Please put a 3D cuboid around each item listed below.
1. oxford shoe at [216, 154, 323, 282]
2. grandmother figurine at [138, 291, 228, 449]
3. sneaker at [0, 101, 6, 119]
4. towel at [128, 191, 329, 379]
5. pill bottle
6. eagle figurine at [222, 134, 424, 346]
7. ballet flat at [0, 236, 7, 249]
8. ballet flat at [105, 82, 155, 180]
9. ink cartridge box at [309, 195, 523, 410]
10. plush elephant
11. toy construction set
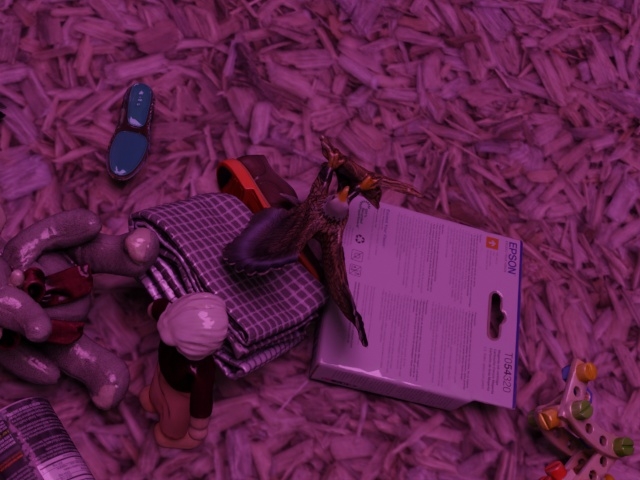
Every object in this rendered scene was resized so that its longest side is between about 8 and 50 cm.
[{"bbox_3d":[-0.061,-0.038,1.942,0.098,0.097,0.271,-23,69,-32],"label":"oxford shoe"},{"bbox_3d":[-0.188,0.168,1.640,0.104,0.342,0.208,-26,71,-26],"label":"grandmother figurine"},{"bbox_3d":[-0.589,-0.177,1.894,0.089,0.051,0.170,31,54,8],"label":"sneaker"},{"bbox_3d":[-0.142,0.055,1.787,0.284,0.121,0.235,46,27,13],"label":"towel"},{"bbox_3d":[-0.372,0.347,1.614,0.130,0.130,0.246,-26,71,-27],"label":"pill bottle"},{"bbox_3d":[-0.001,-0.006,1.770,0.226,0.225,0.298,9,60,23],"label":"eagle figurine"},{"bbox_3d":[-0.550,-0.021,1.819,0.213,0.072,0.068,43,32,9],"label":"ballet flat"},{"bbox_3d":[-0.313,-0.170,1.963,0.070,0.070,0.188,16,62,-6],"label":"ballet flat"},{"bbox_3d":[0.162,0.107,1.937,0.330,0.071,0.324,16,58,-10],"label":"ink cartridge box"},{"bbox_3d":[-0.416,0.075,1.619,0.330,0.255,0.272,23,101,10],"label":"plush elephant"},{"bbox_3d":[0.346,0.355,1.799,0.327,0.151,0.215,-37,101,-22],"label":"toy construction set"}]
